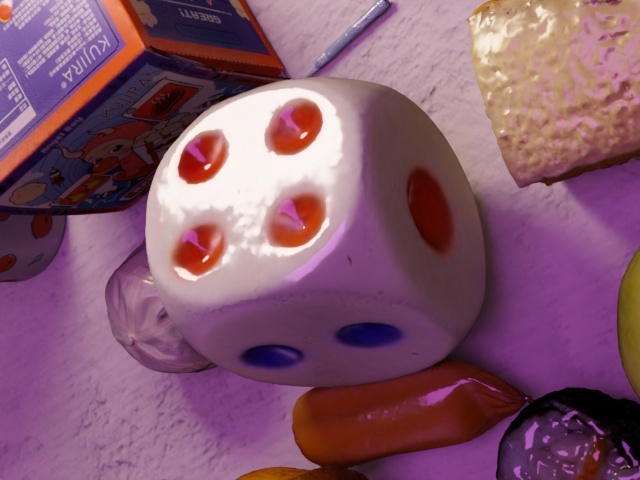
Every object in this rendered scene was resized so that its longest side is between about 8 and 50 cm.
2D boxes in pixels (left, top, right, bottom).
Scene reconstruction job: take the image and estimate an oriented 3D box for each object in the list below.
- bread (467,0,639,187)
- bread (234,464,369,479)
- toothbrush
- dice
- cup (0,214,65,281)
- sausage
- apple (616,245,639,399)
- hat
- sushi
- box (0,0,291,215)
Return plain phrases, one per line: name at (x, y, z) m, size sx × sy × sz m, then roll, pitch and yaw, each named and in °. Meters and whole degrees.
bread at (0.364, -0.217, 1.429) m, size 0.375 × 0.165 × 0.237 m, roll -16°, pitch 87°, yaw 29°
bread at (-0.038, 0.416, 1.592) m, size 0.172 × 0.312 × 0.312 m, roll 9°, pitch 95°, yaw 46°
toothbrush at (0.009, -0.246, 1.719) m, size 0.219 × 0.019 × 0.016 m, roll -39°, pitch 67°, yaw 25°
dice at (0.000, 0.000, 1.531) m, size 0.304 × 0.304 × 0.277 m, roll -14°, pitch 64°, yaw 29°
cup at (-0.552, -0.039, 1.877) m, size 0.212 × 0.317 × 0.212 m, roll 1°, pitch 92°, yaw 30°
sausage at (0.118, 0.209, 1.612) m, size 0.328 × 0.112 × 0.112 m, roll -15°, pitch 83°, yaw 28°
apple at (0.447, 0.080, 1.333) m, size 0.291 × 0.254 × 0.292 m, roll -2°, pitch 85°, yaw 28°
hat at (-0.187, 0.046, 1.762) m, size 0.232 × 0.161 × 0.275 m, roll 22°, pitch 98°, yaw 24°
sushi at (0.353, 0.307, 1.438) m, size 0.350 × 0.170 × 0.211 m, roll 41°, pitch 112°, yaw 24°
box at (-0.296, -0.226, 1.725) m, size 0.348 × 0.318 × 0.257 m, roll -37°, pitch 72°, yaw 25°
